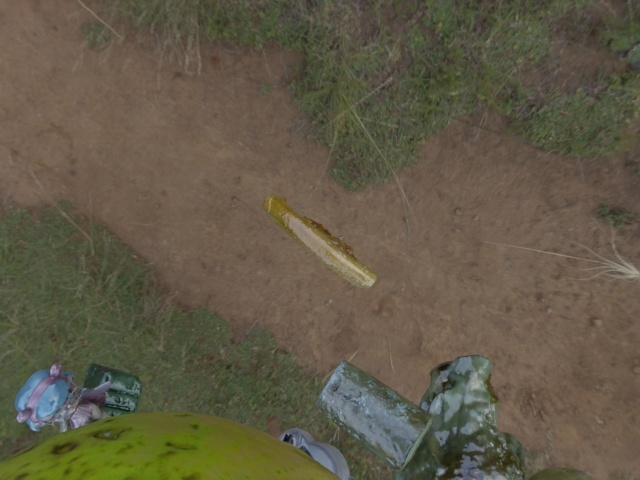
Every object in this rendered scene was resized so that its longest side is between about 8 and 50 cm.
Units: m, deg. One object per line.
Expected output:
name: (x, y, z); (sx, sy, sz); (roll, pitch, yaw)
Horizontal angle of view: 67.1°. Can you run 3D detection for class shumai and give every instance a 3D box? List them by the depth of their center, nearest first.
shumai: (0.227, 0.333, 0.856); (0.222, 0.271, 0.204); (-19, 89, 31)

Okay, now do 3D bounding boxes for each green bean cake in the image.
green bean cake: (-0.542, 0.416, 1.205); (0.208, 0.107, 0.194); (-7, 66, 50)

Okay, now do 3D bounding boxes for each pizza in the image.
pizza: (0.000, 0.000, 1.255); (0.365, 0.182, 0.074); (40, 104, 22)

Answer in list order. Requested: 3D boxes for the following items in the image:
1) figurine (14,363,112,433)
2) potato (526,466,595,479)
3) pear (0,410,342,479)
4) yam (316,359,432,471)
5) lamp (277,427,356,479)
figurine: (-0.509, 0.357, 0.958); (0.102, 0.260, 0.205); (19, 60, 24)
potato: (0.383, 0.472, 0.805); (0.194, 0.157, 0.157); (-33, 83, 21)
pear: (-0.109, 0.309, 0.345); (0.390, 0.391, 0.392); (0, 88, 10)
yam: (0.081, 0.284, 0.809); (0.194, 0.107, 0.107); (29, 94, 29)
lamp: (-0.021, 0.562, 1.154); (0.179, 0.108, 0.246); (-49, 48, -2)
